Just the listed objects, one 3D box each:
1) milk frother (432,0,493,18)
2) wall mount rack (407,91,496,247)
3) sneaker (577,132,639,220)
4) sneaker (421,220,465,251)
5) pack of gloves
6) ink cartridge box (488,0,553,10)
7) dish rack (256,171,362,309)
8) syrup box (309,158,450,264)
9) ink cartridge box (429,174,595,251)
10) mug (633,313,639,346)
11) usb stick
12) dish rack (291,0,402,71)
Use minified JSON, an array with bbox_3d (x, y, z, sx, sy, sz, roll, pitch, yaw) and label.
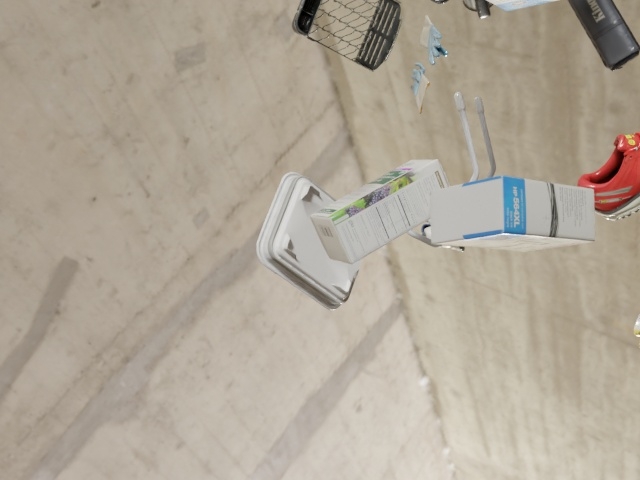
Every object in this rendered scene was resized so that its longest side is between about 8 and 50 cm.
[{"bbox_3d":[0.314,-0.561,1.786,0.135,0.143,0.129,44,-127,-63],"label":"milk frother"},{"bbox_3d":[0.299,-0.144,1.694,0.304,0.130,0.350,-66,-16,16],"label":"wall mount rack"},{"bbox_3d":[0.550,-0.145,1.334,0.279,0.118,0.107,-44,17,30],"label":"sneaker"},{"bbox_3d":[0.359,-0.043,2.331,0.297,0.129,0.111,-42,-43,-79],"label":"sneaker"},{"bbox_3d":[0.279,-0.447,2.035,0.232,0.046,0.195,-92,12,-62],"label":"pack of gloves"},{"bbox_3d":[0.353,-0.540,1.392,0.270,0.198,0.197,0,-91,-53],"label":"ink cartridge box"},{"bbox_3d":[0.000,0.000,2.144,0.333,0.072,0.286,38,-121,-33],"label":"dish rack"},{"bbox_3d":[0.113,-0.056,1.435,0.236,0.093,0.096,-30,-73,-19],"label":"syrup box"},{"bbox_3d":[0.286,-0.035,1.191,0.203,0.148,0.086,5,-99,-34],"label":"ink cartridge box"},{"bbox_3d":[0.653,0.175,1.569,0.062,0.064,0.078,-40,-28,-76],"label":"mug"},{"bbox_3d":[0.559,-0.479,1.647,0.077,0.278,0.045,-32,-10,36],"label":"usb stick"},{"bbox_3d":[0.074,-0.533,1.901,0.271,0.074,0.208,22,-91,-26],"label":"dish rack"}]
